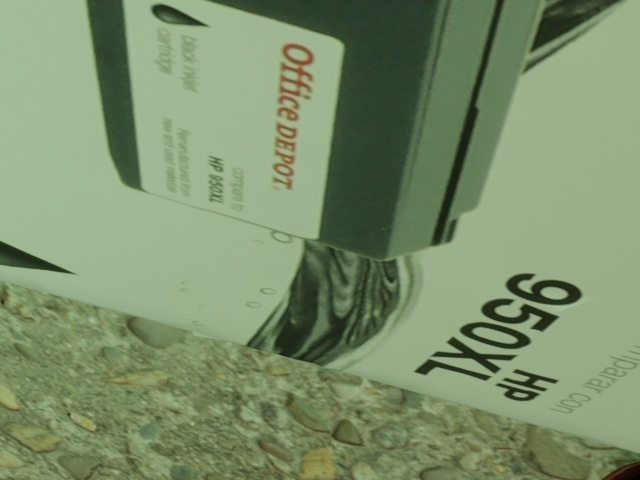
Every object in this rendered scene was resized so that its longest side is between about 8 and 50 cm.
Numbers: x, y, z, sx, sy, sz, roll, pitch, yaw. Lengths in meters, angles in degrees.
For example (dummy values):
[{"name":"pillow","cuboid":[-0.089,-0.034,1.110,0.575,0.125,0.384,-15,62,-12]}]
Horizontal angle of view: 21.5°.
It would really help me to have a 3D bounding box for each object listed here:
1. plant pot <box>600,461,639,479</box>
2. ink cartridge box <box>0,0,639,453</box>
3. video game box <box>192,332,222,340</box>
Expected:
[{"name":"plant pot","cuboid":[0.248,0.208,0.998,0.191,0.191,0.174,39,145,-22]},{"name":"ink cartridge box","cuboid":[0.008,-0.093,0.448,0.395,0.166,0.285,16,153,-9]},{"name":"video game box","cuboid":[0.000,0.000,0.985,0.205,0.048,0.187,8,144,20]}]
